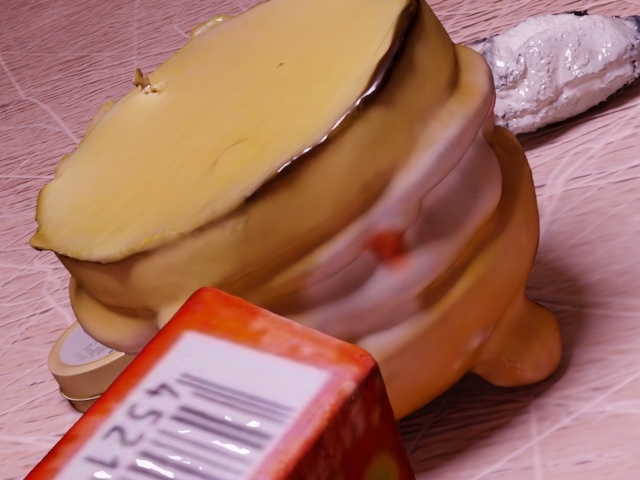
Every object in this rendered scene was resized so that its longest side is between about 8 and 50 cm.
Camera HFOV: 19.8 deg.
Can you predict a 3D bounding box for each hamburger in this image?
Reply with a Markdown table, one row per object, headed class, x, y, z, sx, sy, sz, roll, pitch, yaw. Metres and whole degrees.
| class | x | y | z | sx | sy | sz | roll | pitch | yaw |
| --- | --- | --- | --- | --- | --- | --- | --- | --- | --- |
| hamburger | 0.000 | 0.000 | 1.056 | 0.276 | 0.237 | 0.276 | -29 | 29 | 18 |

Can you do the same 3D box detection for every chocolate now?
| class | x | y | z | sx | sy | sz | roll | pitch | yaw |
| --- | --- | --- | --- | --- | --- | --- | --- | --- | --- |
| chocolate | -0.039 | 0.180 | 0.748 | 0.108 | 0.235 | 0.237 | 5 | 38 | 32 |

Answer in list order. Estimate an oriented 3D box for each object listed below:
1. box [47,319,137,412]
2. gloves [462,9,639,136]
| class | x | y | z | sx | sy | sz | roll | pitch | yaw |
| --- | --- | --- | --- | --- | --- | --- | --- | --- | --- |
| box | -0.141 | 0.076 | 1.293 | 0.105 | 0.037 | 0.105 | -25 | 24 | 12 |
| gloves | 0.163 | -0.122 | 1.311 | 0.153 | 0.070 | 0.114 | -22 | 16 | 0 |
